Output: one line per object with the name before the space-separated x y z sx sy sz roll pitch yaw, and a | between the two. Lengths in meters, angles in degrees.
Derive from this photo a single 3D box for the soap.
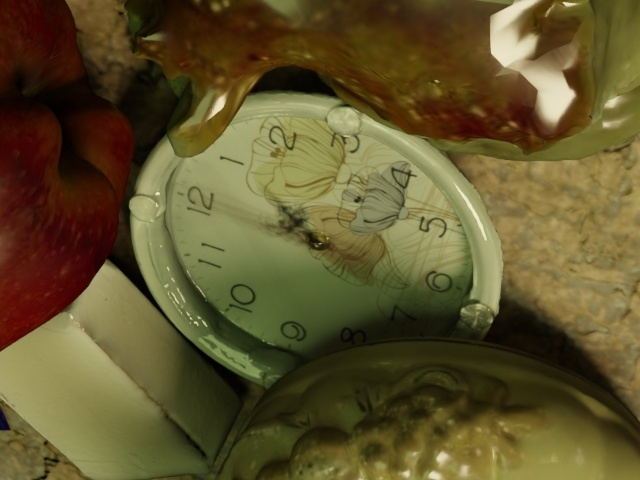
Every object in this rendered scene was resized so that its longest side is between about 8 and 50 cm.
soap | -0.148 0.088 1.136 0.121 0.063 0.183 -10 136 32

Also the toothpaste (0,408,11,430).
toothpaste | -0.271 0.132 1.272 0.083 0.015 0.024 -1 130 13

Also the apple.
apple | -0.277 -0.039 0.994 0.317 0.288 0.288 -15 118 13

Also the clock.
clock | 0.000 0.000 1.067 0.236 0.053 0.236 10 128 13

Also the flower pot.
flower pot | 0.070 0.231 1.051 0.308 0.244 0.307 5 136 5

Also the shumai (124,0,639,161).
shumai | 0.045 -0.161 0.778 0.324 0.323 0.397 -20 114 27
